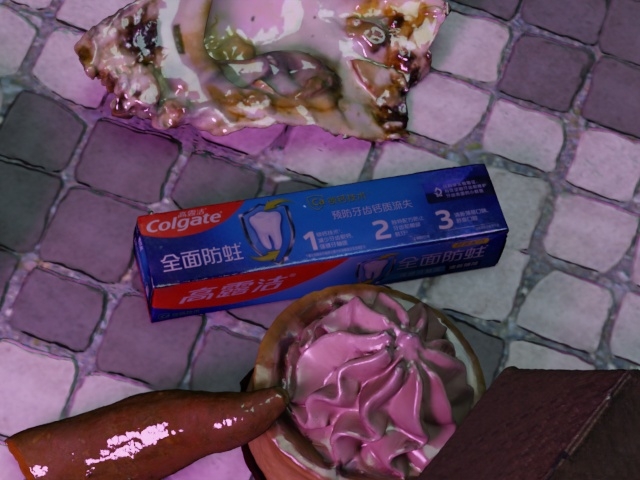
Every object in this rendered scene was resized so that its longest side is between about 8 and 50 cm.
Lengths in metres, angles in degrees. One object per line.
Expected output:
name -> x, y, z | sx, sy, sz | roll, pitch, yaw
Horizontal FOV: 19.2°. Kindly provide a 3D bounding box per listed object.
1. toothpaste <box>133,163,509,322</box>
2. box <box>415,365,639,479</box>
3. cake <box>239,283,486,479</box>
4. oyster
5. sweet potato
toothpaste -> 0.001, 0.001, 1.649 | 0.320, 0.066, 0.076 | -9, 60, -12
box -> 0.162, 0.245, 1.428 | 0.273, 0.143, 0.184 | -47, 114, -30
cake -> 0.032, 0.117, 1.517 | 0.208, 0.178, 0.185 | 17, 58, 7
oyster -> -0.055, -0.184, 1.749 | 0.354, 0.107, 0.201 | 2, 77, -21
sweet potato -> -0.132, 0.160, 1.496 | 0.244, 0.077, 0.077 | -13, 57, 14
